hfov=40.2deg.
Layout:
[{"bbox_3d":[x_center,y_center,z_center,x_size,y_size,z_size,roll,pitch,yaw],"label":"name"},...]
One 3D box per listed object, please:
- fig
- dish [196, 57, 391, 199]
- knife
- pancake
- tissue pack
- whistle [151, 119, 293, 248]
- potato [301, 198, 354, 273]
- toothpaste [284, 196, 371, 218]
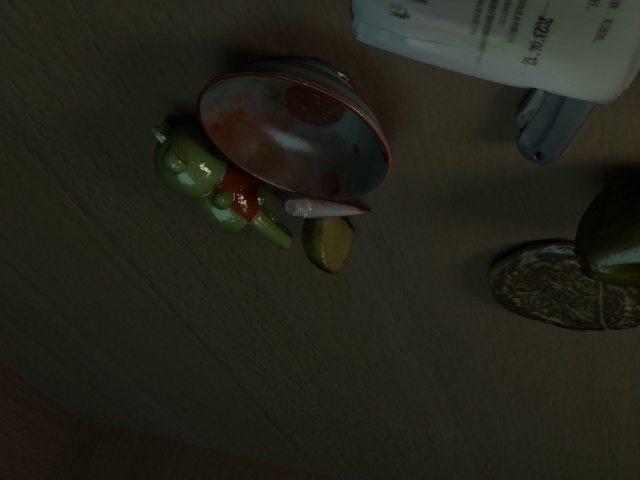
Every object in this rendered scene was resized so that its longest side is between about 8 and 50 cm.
[{"bbox_3d":[0.389,-0.008,1.066,0.166,0.154,0.144,-20,99,4],"label":"fig"},{"bbox_3d":[-0.024,-0.159,1.128,0.260,0.085,0.260,16,154,8],"label":"dish"},{"bbox_3d":[0.276,-0.171,0.957,0.073,0.040,0.265,30,153,5],"label":"knife"},{"bbox_3d":[0.378,0.078,1.345,0.250,0.031,0.250,15,152,8],"label":"pancake"},{"bbox_3d":[0.164,-0.289,0.652,0.266,0.194,0.356,16,154,6],"label":"tissue pack"},{"bbox_3d":[-0.143,-0.081,1.314,0.106,0.131,0.288,-43,121,13],"label":"whistle"},{"bbox_3d":[0.000,0.000,1.379,0.066,0.103,0.096,-4,143,32],"label":"potato"},{"bbox_3d":[0.009,-0.046,1.285,0.048,0.031,0.190,0,180,31],"label":"toothpaste"}]
